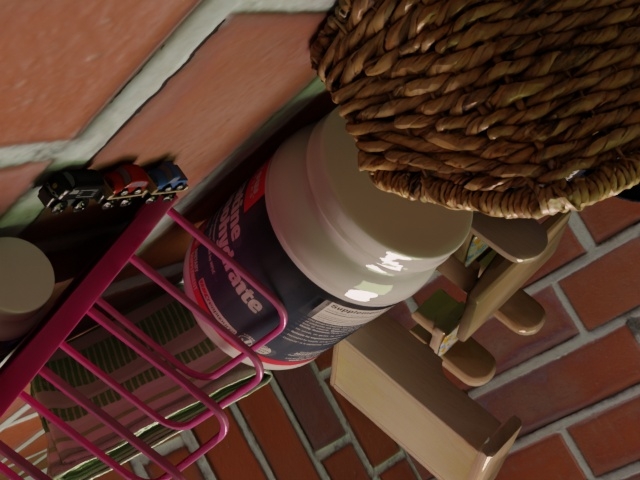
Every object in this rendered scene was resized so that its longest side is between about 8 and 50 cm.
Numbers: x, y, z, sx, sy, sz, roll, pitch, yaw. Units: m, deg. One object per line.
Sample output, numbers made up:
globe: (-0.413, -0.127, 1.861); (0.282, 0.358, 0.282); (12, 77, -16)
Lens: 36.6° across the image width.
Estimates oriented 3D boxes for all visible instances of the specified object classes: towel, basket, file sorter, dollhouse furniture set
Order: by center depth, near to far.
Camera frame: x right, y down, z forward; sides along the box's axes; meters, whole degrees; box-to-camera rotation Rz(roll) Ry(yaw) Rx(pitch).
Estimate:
basket: (0.170, -0.120, 0.735); (0.299, 0.223, 0.213); (-25, 170, -29)
file sorter: (-0.183, 0.140, 0.842); (0.202, 0.182, 0.290); (-39, -166, 44)
towel: (-0.219, 0.153, 1.126); (0.248, 0.038, 0.325); (-27, -158, -14)
dollhouse furniture set: (0.242, 0.119, 1.341); (0.394, 0.256, 0.362); (-40, 156, -26)

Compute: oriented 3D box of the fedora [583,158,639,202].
fedora: (0.427, -0.204, 1.164); (0.334, 0.334, 0.152); (-33, 134, 23)

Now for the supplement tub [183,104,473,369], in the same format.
supplement tub: (0.000, 0.000, 0.957); (0.191, 0.191, 0.272); (-21, 167, -42)

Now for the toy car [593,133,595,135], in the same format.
toy car: (0.279, -0.192, 0.960); (0.182, 0.136, 0.159); (-53, 137, -14)

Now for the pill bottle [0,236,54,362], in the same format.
pill bottle: (-0.271, 0.055, 0.784); (0.078, 0.078, 0.137); (-21, 168, -44)

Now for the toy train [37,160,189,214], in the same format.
toy train: (-0.156, -0.045, 0.761); (0.036, 0.027, 0.158); (-46, 164, 25)

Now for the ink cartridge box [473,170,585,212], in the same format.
ink cartridge box: (0.189, -0.083, 1.124); (0.333, 0.065, 0.165); (-5, 164, -13)
